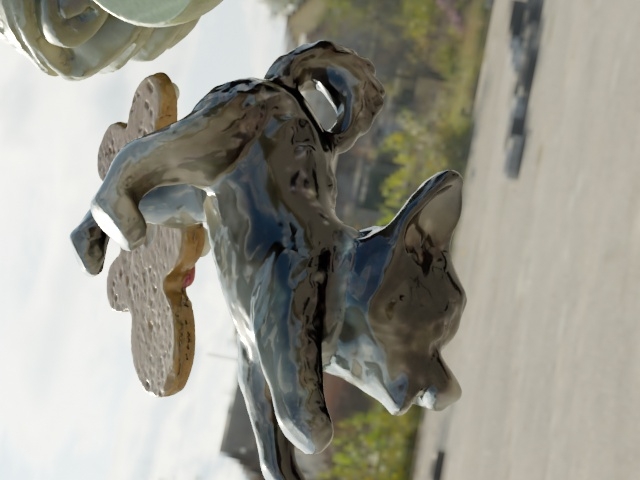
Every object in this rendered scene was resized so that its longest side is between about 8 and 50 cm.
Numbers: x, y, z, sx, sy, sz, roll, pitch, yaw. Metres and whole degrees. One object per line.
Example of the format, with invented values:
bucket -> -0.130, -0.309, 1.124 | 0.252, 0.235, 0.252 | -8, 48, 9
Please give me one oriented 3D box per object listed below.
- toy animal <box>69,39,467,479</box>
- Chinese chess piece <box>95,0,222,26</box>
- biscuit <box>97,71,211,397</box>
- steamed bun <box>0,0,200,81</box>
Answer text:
toy animal -> 0.000, 0.000, 1.161 | 0.302, 0.344, 0.194 | -37, -15, -22
Chinese chess piece -> -0.185, -0.355, 1.523 | 0.101, 0.250, 0.250 | -36, -34, -40
biscuit -> -0.177, 0.004, 1.535 | 0.216, 0.047, 0.340 | -43, 53, 52
steamed bun -> -0.307, -0.377, 1.842 | 0.339, 0.352, 0.247 | -56, 19, 10
